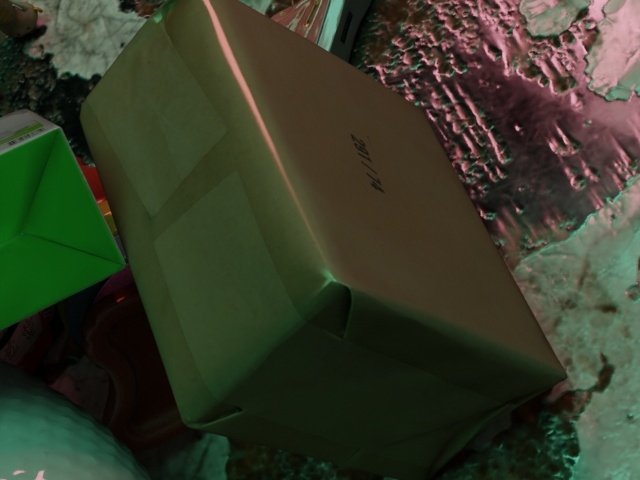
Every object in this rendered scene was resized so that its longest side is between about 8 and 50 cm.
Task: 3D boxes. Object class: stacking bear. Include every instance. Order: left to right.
[{"bbox_3d":[-0.187,0.029,1.319,0.164,0.175,0.289,-22,41,-21],"label":"stacking bear"}]

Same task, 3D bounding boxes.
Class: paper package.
[{"bbox_3d":[0.000,0.000,1.133,0.168,0.309,0.325,-42,51,23],"label":"paper package"}]

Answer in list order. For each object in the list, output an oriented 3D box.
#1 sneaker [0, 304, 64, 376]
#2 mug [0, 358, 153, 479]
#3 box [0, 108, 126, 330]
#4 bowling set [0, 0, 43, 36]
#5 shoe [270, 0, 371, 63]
[{"bbox_3d":[-0.343,0.133,1.348,0.090,0.145,0.270,11,71,31],"label":"sneaker"},{"bbox_3d":[-0.296,0.285,1.129,0.328,0.276,0.374,20,62,42],"label":"mug"},{"bbox_3d":[-0.312,0.005,1.113,0.262,0.127,0.231,-27,15,-13],"label":"box"},{"bbox_3d":[-0.453,-0.163,1.580,0.287,0.154,0.200,-10,80,21],"label":"bowling set"},{"bbox_3d":[-0.002,-0.231,1.405,0.081,0.063,0.178,11,76,26],"label":"shoe"}]
